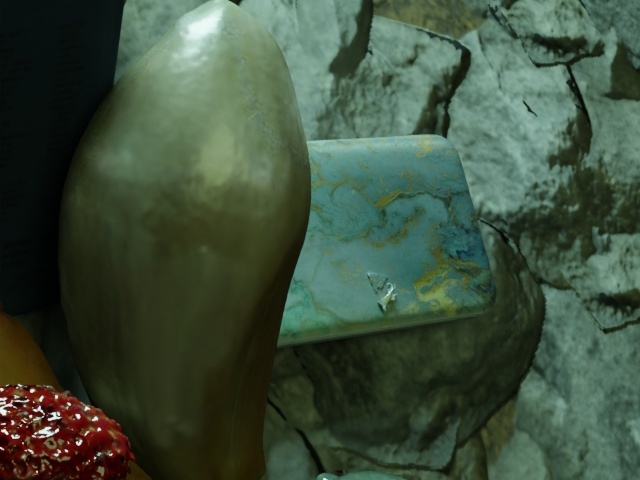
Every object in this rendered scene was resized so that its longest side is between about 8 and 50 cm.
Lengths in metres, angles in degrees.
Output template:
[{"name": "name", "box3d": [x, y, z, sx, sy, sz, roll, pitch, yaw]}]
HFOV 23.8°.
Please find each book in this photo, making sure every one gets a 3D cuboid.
[{"name": "book", "box3d": [-0.198, -0.062, 0.831, 0.191, 0.269, 0.025, -16, 40, -38]}]

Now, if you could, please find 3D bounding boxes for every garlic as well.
[{"name": "garlic", "box3d": [-0.076, 0.024, 0.895, 0.143, 0.112, 0.318, -13, 119, -37]}]

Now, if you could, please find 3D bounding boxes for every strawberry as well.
[{"name": "strawberry", "box3d": [-0.141, 0.105, 0.719, 0.096, 0.083, 0.083, 25, 61, -16]}]

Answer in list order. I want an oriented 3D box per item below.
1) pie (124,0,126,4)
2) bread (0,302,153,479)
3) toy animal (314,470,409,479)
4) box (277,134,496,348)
[{"name": "pie", "box3d": [-0.258, -0.218, 0.895, 0.339, 0.083, 0.339, 18, 54, -27]}, {"name": "bread", "box3d": [-0.189, 0.245, 0.777, 0.333, 0.143, 0.323, 48, 55, -13]}, {"name": "toy animal", "box3d": [0.034, 0.219, 0.908, 0.138, 0.108, 0.236, 45, 10, -1]}, {"name": "box", "box3d": [0.000, 0.000, 1.058, 0.285, 0.044, 0.142, -6, 75, -37]}]
